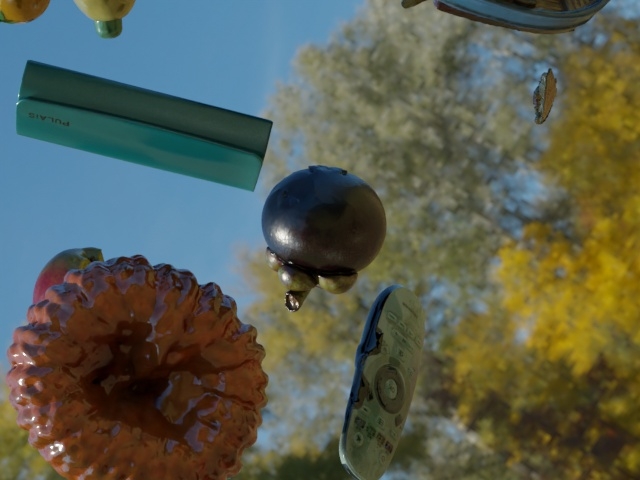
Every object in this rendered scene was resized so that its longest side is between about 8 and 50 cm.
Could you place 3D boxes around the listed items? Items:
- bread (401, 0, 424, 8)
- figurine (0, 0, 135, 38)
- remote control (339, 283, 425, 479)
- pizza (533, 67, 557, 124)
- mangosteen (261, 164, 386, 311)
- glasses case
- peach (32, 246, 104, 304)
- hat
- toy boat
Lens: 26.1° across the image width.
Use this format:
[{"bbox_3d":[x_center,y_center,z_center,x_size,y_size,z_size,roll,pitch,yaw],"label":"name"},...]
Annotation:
[{"bbox_3d":[0.105,-0.435,1.650,0.314,0.370,0.191,61,-155,-29],"label":"bread"},{"bbox_3d":[-0.416,-0.411,1.997,0.124,0.324,0.222,-62,-6,-70],"label":"figurine"},{"bbox_3d":[0.069,0.161,1.597,0.097,0.045,0.256,45,-134,-31],"label":"remote control"},{"bbox_3d":[0.302,-0.203,1.874,0.083,0.025,0.078,-55,-31,-47],"label":"pizza"},{"bbox_3d":[0.000,0.000,2.129,0.194,0.194,0.230,-1,-77,-70],"label":"mangosteen"},{"bbox_3d":[-0.216,-0.134,1.676,0.117,0.301,0.070,115,168,-68],"label":"glasses case"},{"bbox_3d":[-0.333,0.081,1.858,0.118,0.151,0.151,-18,-19,4],"label":"peach"},{"bbox_3d":[-0.216,0.144,1.603,0.285,0.285,0.400,-56,12,-4],"label":"hat"},{"bbox_3d":[0.221,-0.284,1.495,0.223,0.100,0.097,6,-37,-21],"label":"toy boat"}]
